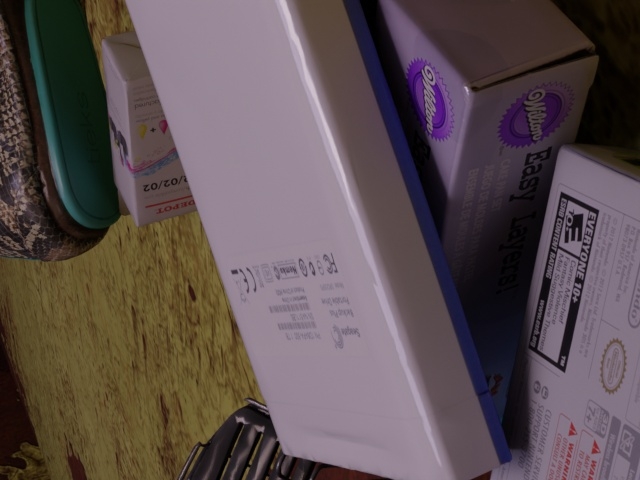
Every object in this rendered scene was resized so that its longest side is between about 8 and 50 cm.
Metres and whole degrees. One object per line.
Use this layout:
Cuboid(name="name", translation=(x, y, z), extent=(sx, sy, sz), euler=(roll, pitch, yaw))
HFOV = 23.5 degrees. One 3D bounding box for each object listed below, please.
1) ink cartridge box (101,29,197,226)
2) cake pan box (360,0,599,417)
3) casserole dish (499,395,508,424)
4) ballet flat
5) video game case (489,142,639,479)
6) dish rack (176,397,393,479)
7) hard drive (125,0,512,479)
Cuboid(name="ink cartridge box", translation=(-0.105, -0.079, 1.184), extent=(0.181, 0.104, 0.061), euler=(92, 156, -44))
Cuboid(name="cake pan box", translation=(0.020, -0.067, 0.735), extent=(0.245, 0.070, 0.267), euler=(54, 154, 32))
Cuboid(name="casserole dish", translation=(0.108, 0.055, 0.768), extent=(0.114, 0.037, 0.188), euler=(98, 150, -50))
Cuboid(name="ballet flat", translation=(-0.268, -0.221, 1.270), extent=(0.164, 0.182, 0.482), euler=(1, -94, -64))
Cuboid(name="video game case", translation=(0.144, 0.123, 0.550), extent=(0.244, 0.061, 0.269), euler=(-142, 59, -63))
Cuboid(name="dish rack", translation=(0.006, 0.209, 0.817), extent=(0.272, 0.074, 0.208), euler=(22, 88, 32))
Cuboid(name="hard drive", translation=(-0.022, -0.051, 0.699), extent=(0.210, 0.040, 0.318), euler=(-9, 100, 70))
